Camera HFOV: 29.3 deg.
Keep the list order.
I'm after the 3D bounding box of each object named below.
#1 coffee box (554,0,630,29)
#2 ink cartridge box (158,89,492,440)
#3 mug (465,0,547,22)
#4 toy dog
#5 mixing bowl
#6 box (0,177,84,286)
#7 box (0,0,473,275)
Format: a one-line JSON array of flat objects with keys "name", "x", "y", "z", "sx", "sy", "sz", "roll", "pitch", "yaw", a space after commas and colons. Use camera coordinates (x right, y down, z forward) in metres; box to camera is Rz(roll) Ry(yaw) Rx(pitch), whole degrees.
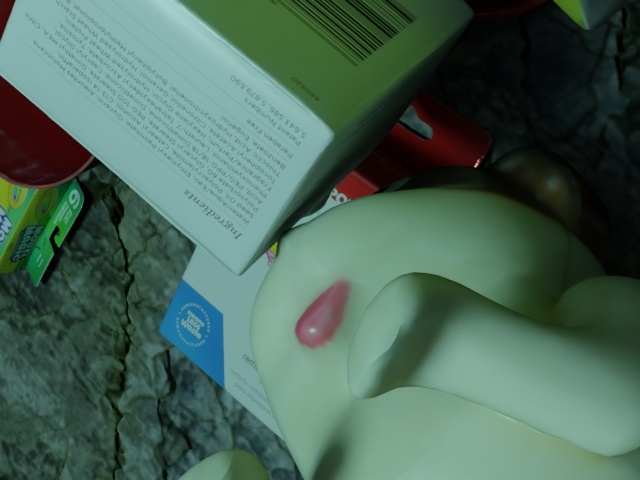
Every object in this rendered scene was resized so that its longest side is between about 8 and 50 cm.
[{"name": "coffee box", "x": 0.113, "y": -0.355, "z": 0.484, "sx": 0.334, "sy": 0.337, "sz": 0.338, "roll": -40, "pitch": 71, "yaw": 4}, {"name": "ink cartridge box", "x": 0.000, "y": 0.000, "z": 0.813, "sx": 0.134, "sy": 0.078, "sz": 0.231, "roll": 36, "pitch": 113, "yaw": 26}, {"name": "mug", "x": 0.060, "y": -0.193, "z": 0.736, "sx": 0.169, "sy": 0.113, "sz": 0.150, "roll": -34, "pitch": 74, "yaw": 35}, {"name": "toy dog", "x": 0.119, "y": 0.123, "z": 0.593, "sx": 0.284, "sy": 0.395, "sz": 0.408, "roll": -57, "pitch": 48, "yaw": 29}, {"name": "mixing bowl", "x": -0.181, "y": -0.132, "z": 0.911, "sx": 0.181, "sy": 0.098, "sz": 0.181, "roll": 5, "pitch": 98, "yaw": 35}, {"name": "box", "x": -0.274, "y": -0.053, "z": 1.018, "sx": 0.179, "sy": 0.043, "sz": 0.105, "roll": 44, "pitch": 117, "yaw": 21}, {"name": "box", "x": -0.044, "y": -0.110, "z": 0.670, "sx": 0.182, "sy": 0.181, "sz": 0.119, "roll": 40, "pitch": 131, "yaw": 5}]
